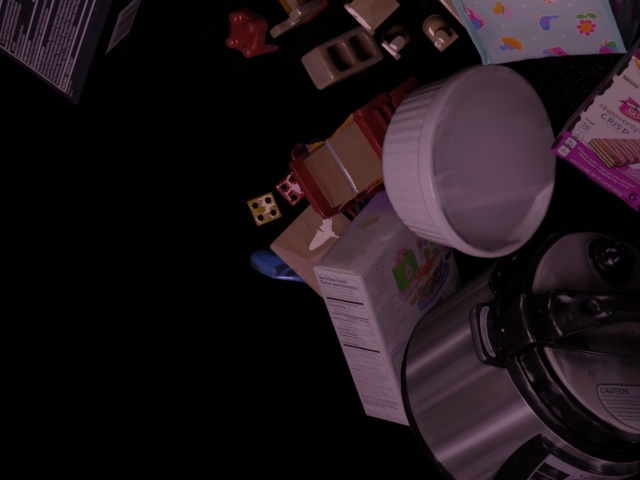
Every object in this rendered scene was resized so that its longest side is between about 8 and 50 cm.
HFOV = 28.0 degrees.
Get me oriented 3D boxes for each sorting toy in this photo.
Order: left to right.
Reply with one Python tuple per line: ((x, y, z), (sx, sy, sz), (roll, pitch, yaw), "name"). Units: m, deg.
((0.000, 0.000, 2.209), (0.274, 0.046, 0.132), (43, 104, -4), "sorting toy")

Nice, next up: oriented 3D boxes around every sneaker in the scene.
((-0.031, 0.033, 2.299), (0.209, 0.069, 0.082), (15, 120, 25), "sneaker")

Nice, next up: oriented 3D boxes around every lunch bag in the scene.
((0.269, -0.366, 1.614), (0.223, 0.160, 0.262), (-1, 134, 37), "lunch bag")

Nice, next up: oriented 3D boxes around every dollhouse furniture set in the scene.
((0.010, -0.244, 1.960), (0.201, 0.152, 0.374), (-32, 90, 49), "dollhouse furniture set")
((0.139, -0.342, 1.831), (0.151, 0.123, 0.144), (-42, 101, 15), "dollhouse furniture set")

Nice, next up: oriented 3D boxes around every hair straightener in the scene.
((0.052, -0.081, 2.133), (0.089, 0.047, 0.230), (-20, 116, 45), "hair straightener")

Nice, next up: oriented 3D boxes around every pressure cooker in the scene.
((0.361, 0.178, 1.919), (0.375, 0.370, 0.420), (47, 139, -2), "pressure cooker")

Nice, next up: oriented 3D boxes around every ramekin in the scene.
((0.205, -0.112, 1.836), (0.127, 0.273, 0.273), (1, 130, 49), "ramekin")

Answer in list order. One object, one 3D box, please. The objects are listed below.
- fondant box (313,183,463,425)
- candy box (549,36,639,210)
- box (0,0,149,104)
((0.130, 0.102, 2.106), (0.096, 0.238, 0.330), (10, 134, 35), "fondant box")
((0.440, -0.159, 1.748), (0.159, 0.071, 0.233), (35, 145, 1), "candy box")
((-0.424, -0.431, 2.023), (0.294, 0.182, 0.296), (34, 139, 0), "box")
